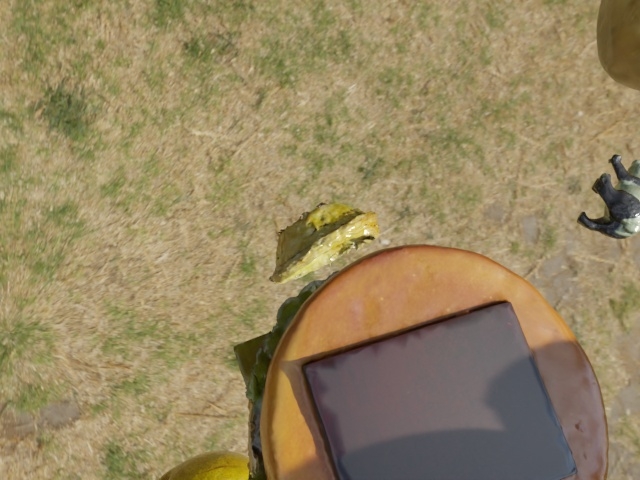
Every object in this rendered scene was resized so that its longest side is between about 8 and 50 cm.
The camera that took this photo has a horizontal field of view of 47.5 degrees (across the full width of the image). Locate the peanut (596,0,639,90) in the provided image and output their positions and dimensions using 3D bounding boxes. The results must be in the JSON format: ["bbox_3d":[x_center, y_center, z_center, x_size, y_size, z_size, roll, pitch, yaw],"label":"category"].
[{"bbox_3d":[0.289,-0.187,0.586,0.109,0.140,0.159,10,65,-4],"label":"peanut"}]

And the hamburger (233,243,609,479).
[{"bbox_3d":[0.069,0.155,0.587,0.291,0.225,0.290,3,75,-10],"label":"hamburger"}]

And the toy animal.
[{"bbox_3d":[0.604,-0.091,1.446,0.121,0.093,0.225,29,44,13],"label":"toy animal"}]

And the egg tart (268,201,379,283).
[{"bbox_3d":[0.000,-0.001,1.217,0.213,0.212,0.090,-26,79,-24],"label":"egg tart"}]

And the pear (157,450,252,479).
[{"bbox_3d":[-0.174,0.437,1.157,0.209,0.209,0.208,3,82,-23],"label":"pear"}]
